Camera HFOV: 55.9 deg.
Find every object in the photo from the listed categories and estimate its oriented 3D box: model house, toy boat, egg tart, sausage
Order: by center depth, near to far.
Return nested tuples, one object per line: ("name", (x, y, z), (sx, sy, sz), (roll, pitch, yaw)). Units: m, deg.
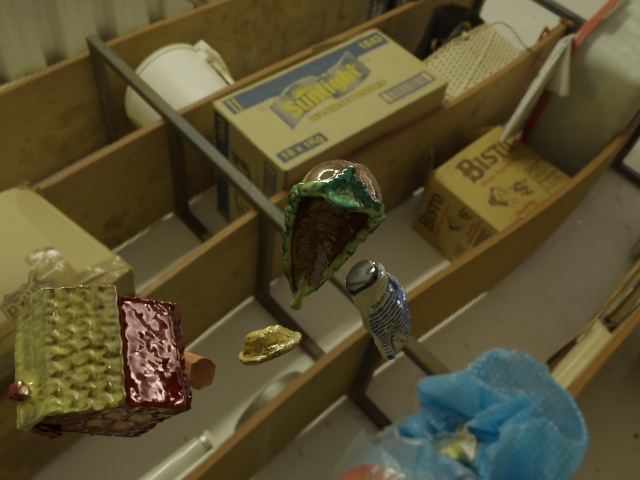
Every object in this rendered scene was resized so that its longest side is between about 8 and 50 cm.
("toy boat", (0.002, -0.008, 0.742), (0.293, 0.108, 0.099), (115, 168, -61))
("model house", (-0.336, 0.178, 0.891), (0.160, 0.196, 0.254), (-26, -27, 23))
("egg tart", (-0.098, 0.187, 1.125), (0.128, 0.049, 0.129), (-19, 7, 2))
("sausage", (-0.273, 0.243, 1.167), (0.065, 0.169, 0.065), (-3, -86, -44))

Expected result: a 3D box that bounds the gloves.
("gloves", (0.110, 0.127, 1.071), (0.229, 0.097, 0.119), (69, -148, -47))
